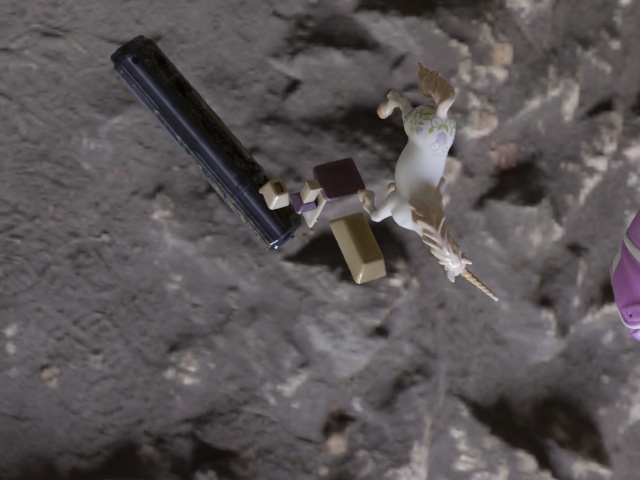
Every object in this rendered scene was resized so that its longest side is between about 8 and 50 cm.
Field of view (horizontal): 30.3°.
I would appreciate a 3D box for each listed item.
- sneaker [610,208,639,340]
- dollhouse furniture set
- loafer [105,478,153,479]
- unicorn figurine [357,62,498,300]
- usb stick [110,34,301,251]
[{"bbox_3d":[0.439,0.087,1.357,0.102,0.282,0.161,3,130,-31],"label":"sneaker"},{"bbox_3d":[0.000,0.000,1.084,0.091,0.081,0.114,-16,71,-24],"label":"dollhouse furniture set"},{"bbox_3d":[-0.187,0.283,1.198,0.220,0.080,0.078,130,-39,-77],"label":"loafer"},{"bbox_3d":[0.073,-0.042,0.857,0.060,0.111,0.162,-10,107,-21],"label":"unicorn figurine"},{"bbox_3d":[-0.122,-0.105,1.289,0.278,0.045,0.077,50,31,-7],"label":"usb stick"}]
